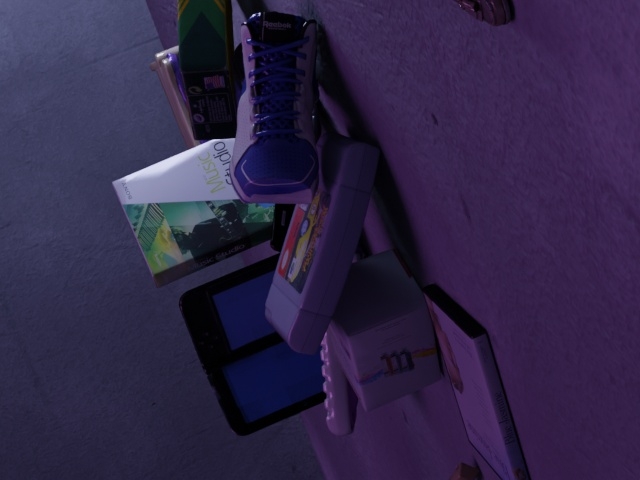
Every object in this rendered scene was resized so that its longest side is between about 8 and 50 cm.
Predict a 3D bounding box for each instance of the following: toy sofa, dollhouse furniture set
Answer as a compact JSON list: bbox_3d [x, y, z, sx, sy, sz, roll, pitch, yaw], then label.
[{"bbox_3d":[-0.201,-0.227,2.637,0.362,0.150,0.177,69,166,-7],"label":"toy sofa"},{"bbox_3d":[0.231,0.362,1.986,0.114,0.091,0.081,112,-178,-46],"label":"dollhouse furniture set"}]

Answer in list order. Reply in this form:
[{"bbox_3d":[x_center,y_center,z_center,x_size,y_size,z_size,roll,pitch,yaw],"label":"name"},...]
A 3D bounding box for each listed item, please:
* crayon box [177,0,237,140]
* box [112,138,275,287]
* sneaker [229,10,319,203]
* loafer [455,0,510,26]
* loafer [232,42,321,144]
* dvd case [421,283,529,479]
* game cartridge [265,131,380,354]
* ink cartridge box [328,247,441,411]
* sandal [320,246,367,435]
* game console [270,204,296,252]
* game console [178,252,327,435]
[{"bbox_3d":[-0.188,-0.352,2.179,0.202,0.081,0.318,86,180,-61],"label":"crayon box"},{"bbox_3d":[-0.202,-0.074,2.459,0.058,0.322,0.232,76,167,-60],"label":"box"},{"bbox_3d":[-0.066,-0.206,1.794,0.315,0.128,0.182,-88,-5,-45],"label":"sneaker"},{"bbox_3d":[0.119,-0.220,1.128,0.045,0.039,0.125,79,165,-50],"label":"loafer"},{"bbox_3d":[-0.053,-0.204,2.049,0.095,0.109,0.302,50,-167,-48],"label":"loafer"},{"bbox_3d":[0.202,0.195,1.706,0.180,0.022,0.253,-134,23,-66],"label":"dvd case"},{"bbox_3d":[0.000,0.000,1.801,0.196,0.060,0.294,-150,76,-70],"label":"game cartridge"},{"bbox_3d":[0.085,0.130,1.888,0.176,0.127,0.128,78,167,-45],"label":"ink cartridge box"},{"bbox_3d":[0.052,0.112,2.137,0.169,0.102,0.416,-76,-16,-73],"label":"sandal"},{"bbox_3d":[-0.037,-0.004,2.104,0.071,0.107,0.122,127,156,-47],"label":"game console"},{"bbox_3d":[-0.085,0.183,2.490,0.173,0.293,0.250,-134,24,-64],"label":"game console"}]
